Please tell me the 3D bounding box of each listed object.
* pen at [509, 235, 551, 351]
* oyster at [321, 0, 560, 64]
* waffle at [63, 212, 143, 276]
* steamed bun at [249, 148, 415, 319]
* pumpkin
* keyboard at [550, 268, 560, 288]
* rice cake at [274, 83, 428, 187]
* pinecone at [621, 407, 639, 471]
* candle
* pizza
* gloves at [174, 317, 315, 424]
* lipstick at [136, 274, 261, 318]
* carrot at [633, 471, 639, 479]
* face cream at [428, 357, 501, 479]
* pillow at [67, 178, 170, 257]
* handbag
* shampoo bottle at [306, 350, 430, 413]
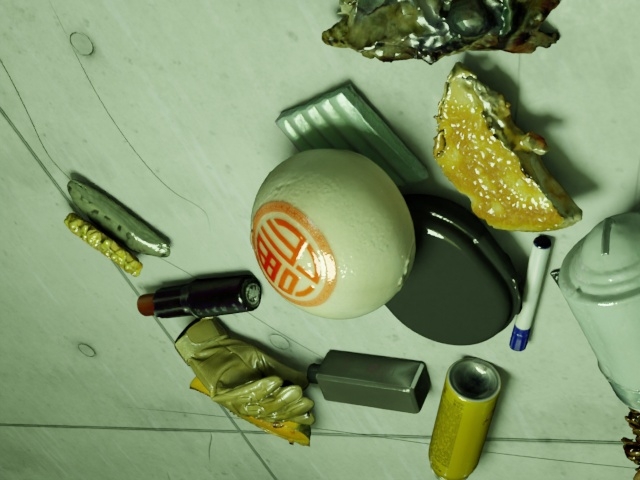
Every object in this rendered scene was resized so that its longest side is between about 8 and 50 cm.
[{"bbox_3d":[0.349,0.092,1.720,0.033,0.033,0.269,17,138,15],"label":"pen"},{"bbox_3d":[0.143,-0.325,1.367,0.361,0.096,0.221,0,125,28],"label":"oyster"},{"bbox_3d":[-0.431,0.007,2.048,0.191,0.038,0.191,37,175,3],"label":"waffle"},{"bbox_3d":[0.000,0.000,1.610,0.283,0.177,0.283,25,129,35],"label":"steamed bun"},{"bbox_3d":[-0.132,0.349,2.243,0.279,0.111,0.163,20,155,10],"label":"pumpkin"},{"bbox_3d":[0.452,0.120,1.699,0.061,0.013,0.204,-15,123,40],"label":"keyboard"},{"bbox_3d":[0.046,-0.148,1.648,0.189,0.037,0.198,-16,123,42],"label":"rice cake"},{"bbox_3d":[0.583,0.325,1.734,0.174,0.173,0.173,17,139,16],"label":"pinecone"},{"bbox_3d":[0.478,0.086,1.495,0.221,0.221,0.342,-10,122,38],"label":"candle"},{"bbox_3d":[0.254,-0.131,1.517,0.297,0.071,0.189,50,149,-18],"label":"pizza"},{"bbox_3d":[-0.149,0.284,2.099,0.331,0.141,0.154,35,-174,20],"label":"gloves"},{"bbox_3d":[-0.250,0.118,2.072,0.300,0.081,0.081,-8,127,36],"label":"lipstick"},{"bbox_3d":[0.662,0.405,1.841,0.059,0.059,0.248,41,135,-13],"label":"carrot"},{"bbox_3d":[0.271,0.370,2.001,0.105,0.105,0.348,19,139,13],"label":"face cream"},{"bbox_3d":[-0.402,-0.033,2.033,0.241,0.051,0.093,35,152,-7],"label":"pillow"},{"bbox_3d":[0.199,0.049,1.720,0.254,0.093,0.308,-21,119,42],"label":"handbag"},{"bbox_3d":[0.088,0.276,2.034,0.246,0.080,0.079,4,132,28],"label":"shampoo bottle"}]
